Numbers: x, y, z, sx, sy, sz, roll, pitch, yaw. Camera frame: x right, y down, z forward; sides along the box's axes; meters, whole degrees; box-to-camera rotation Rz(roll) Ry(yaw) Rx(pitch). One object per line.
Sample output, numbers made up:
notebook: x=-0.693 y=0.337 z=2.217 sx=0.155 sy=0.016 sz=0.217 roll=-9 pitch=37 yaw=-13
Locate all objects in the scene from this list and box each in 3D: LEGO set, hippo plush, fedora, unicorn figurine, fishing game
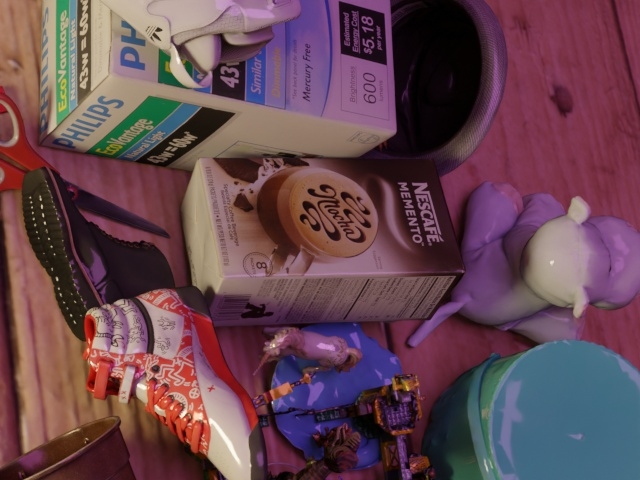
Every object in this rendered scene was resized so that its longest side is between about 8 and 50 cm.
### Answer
LEGO set: x=0.019 y=0.266 z=1.512 sx=0.331 sy=0.192 sz=0.255 roll=4 pitch=77 yaw=-24
hippo plush: x=0.287 y=0.008 z=1.761 sx=0.294 sy=0.236 sz=0.234 roll=7 pitch=70 yaw=-29
fedora: x=0.143 y=-0.194 z=1.793 sx=0.124 sy=0.243 sz=0.275 roll=21 pitch=74 yaw=-59
unicorn figurine: x=-0.025 y=0.124 z=1.569 sx=0.162 sy=0.111 sz=0.060 roll=-2 pitch=80 yaw=-25
fishing game: x=0.022 y=0.186 z=1.661 sx=0.189 sy=0.041 sz=0.264 roll=21 pitch=71 yaw=-22

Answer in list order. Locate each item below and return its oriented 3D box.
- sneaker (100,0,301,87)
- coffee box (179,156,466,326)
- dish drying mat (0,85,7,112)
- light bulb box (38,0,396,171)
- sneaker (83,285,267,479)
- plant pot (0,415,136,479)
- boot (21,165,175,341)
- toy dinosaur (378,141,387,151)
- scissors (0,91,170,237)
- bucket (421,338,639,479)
sneaker: x=-0.085 y=-0.320 z=1.449 sx=0.210 sy=0.137 sz=0.366 roll=49 pitch=61 yaw=-7
coffee box: x=0.000 y=0.000 z=1.615 sx=0.297 sy=0.119 sz=0.168 roll=-1 pitch=58 yaw=-21
dish drying mat: x=-0.393 y=-0.153 z=1.552 sx=0.083 sy=0.008 sz=0.032 roll=-17 pitch=83 yaw=-35
light bulb box: x=-0.125 y=-0.278 z=1.626 sx=0.361 sy=0.225 sz=0.358 roll=8 pitch=69 yaw=-29
sneaker: x=-0.160 y=0.165 z=1.426 sx=0.145 sy=0.090 sz=0.270 roll=-9 pitch=50 yaw=-23
plant pot: x=-0.243 y=0.290 z=1.399 sx=0.167 sy=0.167 sz=0.165 roll=-29 pitch=96 yaw=-35
boot: x=-0.247 y=0.000 z=1.554 sx=0.137 sy=0.077 sz=0.198 roll=-22 pitch=98 yaw=-39
toy dinosaur: x=0.021 y=-0.146 z=1.741 sx=0.064 sy=0.112 sz=0.212 roll=20 pitch=68 yaw=-54
scissors: x=-0.306 y=-0.054 z=1.558 sx=0.109 sy=0.021 sz=0.297 roll=-49 pitch=121 yaw=-2
bucket: x=0.277 y=0.257 z=1.669 sx=0.281 sy=0.183 sz=0.281 roll=6 pitch=69 yaw=-15
